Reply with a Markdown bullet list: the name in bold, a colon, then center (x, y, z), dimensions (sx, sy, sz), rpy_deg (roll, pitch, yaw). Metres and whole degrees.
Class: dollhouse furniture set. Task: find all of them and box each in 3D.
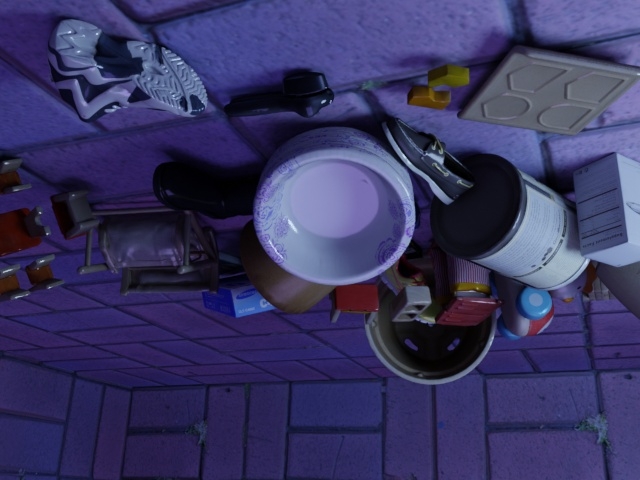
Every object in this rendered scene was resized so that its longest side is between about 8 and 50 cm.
- **dollhouse furniture set**: center (0.211, 0.075, 1.640), dimensions (0.374, 0.201, 0.152), rpy_deg (4, 152, -13)
- **dollhouse furniture set**: center (-0.599, -0.025, 1.455), dimensions (0.135, 0.262, 0.259), rpy_deg (-15, -175, 42)

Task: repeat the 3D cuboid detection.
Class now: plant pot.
- **plant pot**: center (0.301, 0.220, 1.960), dimensions (0.334, 0.333, 0.305), rpy_deg (-2, 171, 10)
- **plant pot**: center (0.000, 0.000, 1.511), dimensions (0.254, 0.237, 0.237), rpy_deg (-31, 144, 33)

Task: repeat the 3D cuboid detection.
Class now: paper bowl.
- **paper bowl**: center (0.027, -0.071, 1.291), dimensions (0.284, 0.148, 0.284), rpy_deg (2, 123, 4)

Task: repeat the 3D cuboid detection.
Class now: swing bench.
- **swing bench**: center (-0.392, 0.028, 1.677), dimensions (0.253, 0.165, 0.254), rpy_deg (-2, 164, 9)

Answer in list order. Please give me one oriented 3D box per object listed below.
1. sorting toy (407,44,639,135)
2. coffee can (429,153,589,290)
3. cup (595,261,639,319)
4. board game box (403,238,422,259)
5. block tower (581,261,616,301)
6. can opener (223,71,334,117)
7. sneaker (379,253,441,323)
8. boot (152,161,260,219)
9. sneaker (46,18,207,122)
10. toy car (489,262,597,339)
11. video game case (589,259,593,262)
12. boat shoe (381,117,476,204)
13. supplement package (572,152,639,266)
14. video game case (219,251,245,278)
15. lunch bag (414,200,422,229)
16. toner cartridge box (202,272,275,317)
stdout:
- **sorting toy**: center (0.303, -0.236, 1.091), dimensions (0.307, 0.041, 0.229), rpy_deg (7, 163, -12)
- **coffee can**: center (0.377, -0.028, 1.392), dimensions (0.275, 0.201, 0.201), rpy_deg (20, 152, -40)
- **cup**: center (0.701, 0.034, 1.441), dimensions (0.237, 0.331, 0.331), rpy_deg (22, 165, 18)
- **board game box**: center (0.114, 0.028, 1.811), dimensions (0.260, 0.030, 0.136), rpy_deg (-8, 159, 25)
- **block tower**: center (0.840, 0.091, 1.825), dimensions (0.335, 0.091, 0.097), rpy_deg (-7, 157, 22)
- **can opener**: center (-0.066, -0.224, 1.143), dimensions (0.186, 0.073, 0.059), rpy_deg (-5, -163, 25)
- **sneaker**: center (0.234, 0.117, 1.768), dimensions (0.081, 0.208, 0.094), rpy_deg (-37, 169, -43)
- **boot**: center (-0.174, -0.101, 1.395), dimensions (0.207, 0.094, 0.246), rpy_deg (-5, 165, 28)
- **sneaker**: center (-0.300, -0.229, 1.080), dimensions (0.235, 0.094, 0.153), rpy_deg (13, 158, -27)
- **toy car**: center (0.533, 0.105, 1.647), dimensions (0.238, 0.210, 0.219), rpy_deg (-8, 159, -3)
- **video game case**: center (0.590, -0.002, 1.666), dimensions (0.232, 0.041, 0.210), rpy_deg (13, 157, -25)
- **boat shoe**: center (0.193, -0.150, 1.259), dimensions (0.069, 0.081, 0.228), rpy_deg (-32, 133, 24)
- **supplement package**: center (0.554, -0.055, 1.338), dimensions (0.105, 0.179, 0.105), rpy_deg (14, 156, -30)
- **video game case**: center (-0.310, 0.064, 1.950), dimensions (0.173, 0.022, 0.190), rpy_deg (-18, 152, 41)
- **lunch bag**: center (0.169, -0.056, 1.529), dimensions (0.098, 0.067, 0.065), rpy_deg (-8, 157, 22)
- **toner cartridge box**: center (-0.192, 0.134, 1.847), dimensions (0.165, 0.075, 0.348), rpy_deg (-12, -177, -21)
